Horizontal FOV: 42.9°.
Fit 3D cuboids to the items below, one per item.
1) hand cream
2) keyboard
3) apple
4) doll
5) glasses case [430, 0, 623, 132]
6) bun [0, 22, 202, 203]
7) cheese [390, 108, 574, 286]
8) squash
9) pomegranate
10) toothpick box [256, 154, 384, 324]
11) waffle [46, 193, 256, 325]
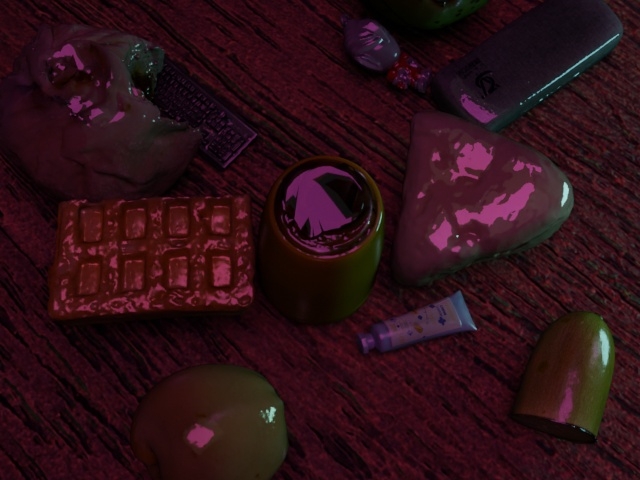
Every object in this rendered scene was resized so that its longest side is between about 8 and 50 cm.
[{"bbox_3d":[0.135,0.123,1.162,0.170,0.043,0.065,-16,72,-11],"label":"hand cream"},{"bbox_3d":[-0.207,-0.208,1.272,0.230,0.025,0.094,39,76,10],"label":"keyboard"},{"bbox_3d":[-0.141,0.250,1.033,0.200,0.200,0.200,1,70,-3],"label":"apple"},{"bbox_3d":[0.101,-0.296,1.296,0.180,0.079,0.094,36,57,-4],"label":"doll"},{"bbox_3d":[0.331,-0.286,1.300,0.323,0.074,0.131,-35,74,-14],"label":"glasses case"},{"bbox_3d":[-0.329,-0.181,1.150,0.281,0.205,0.282,-4,70,11],"label":"bun"},{"bbox_3d":[0.222,-0.034,1.153,0.247,0.174,0.251,14,69,12],"label":"cheese"},{"bbox_3d":[0.344,0.178,1.114,0.123,0.123,0.187,23,72,5],"label":"squash"},{"bbox_3d":[0.166,-0.468,1.279,0.254,0.254,0.271,-9,60,-6],"label":"pomegranate"},{"bbox_3d":[0.000,0.000,1.077,0.174,0.271,0.175,1,71,-2],"label":"toothpick box"},{"bbox_3d":[-0.224,0.025,1.098,0.274,0.057,0.168,-3,69,-2],"label":"waffle"}]
